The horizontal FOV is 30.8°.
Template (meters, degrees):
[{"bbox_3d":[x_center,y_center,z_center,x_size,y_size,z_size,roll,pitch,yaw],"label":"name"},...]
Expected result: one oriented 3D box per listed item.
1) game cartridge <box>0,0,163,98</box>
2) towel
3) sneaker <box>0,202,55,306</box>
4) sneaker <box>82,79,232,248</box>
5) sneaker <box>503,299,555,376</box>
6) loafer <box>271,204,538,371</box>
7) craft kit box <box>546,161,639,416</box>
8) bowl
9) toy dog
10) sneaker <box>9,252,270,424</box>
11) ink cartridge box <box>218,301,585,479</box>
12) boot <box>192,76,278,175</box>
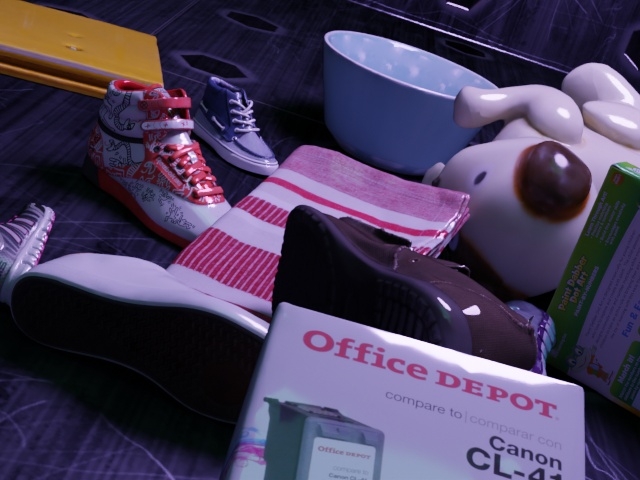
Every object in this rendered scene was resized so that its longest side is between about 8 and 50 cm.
[{"bbox_3d":[-0.399,-0.306,1.865,0.285,0.053,0.324,13,19,-15],"label":"game cartridge"},{"bbox_3d":[0.000,0.000,1.279,0.237,0.037,0.329,19,37,21],"label":"towel"},{"bbox_3d":[-0.308,0.003,1.129,0.075,0.063,0.170,21,25,-13],"label":"sneaker"},{"bbox_3d":[-0.173,-0.094,1.374,0.270,0.145,0.090,32,24,31],"label":"sneaker"},{"bbox_3d":[0.201,0.093,1.264,0.098,0.083,0.224,58,16,-13],"label":"sneaker"},{"bbox_3d":[0.062,0.065,1.025,0.130,0.134,0.366,6,14,-25],"label":"loafer"},{"bbox_3d":[0.386,0.076,1.282,0.246,0.250,0.061,30,23,25],"label":"craft kit box"},{"bbox_3d":[0.131,-0.215,1.919,0.311,0.163,0.311,16,21,-6],"label":"bowl"},{"bbox_3d":[0.303,-0.033,1.529,0.408,0.284,0.395,-12,54,-51],"label":"toy dog"},{"bbox_3d":[-0.124,0.071,1.053,0.290,0.106,0.123,21,23,11],"label":"sneaker"},{"bbox_3d":[0.036,0.206,0.694,0.226,0.131,0.306,16,43,-3],"label":"ink cartridge box"},{"bbox_3d":[-0.120,-0.168,1.691,0.069,0.086,0.190,-3,29,-45],"label":"boot"}]
